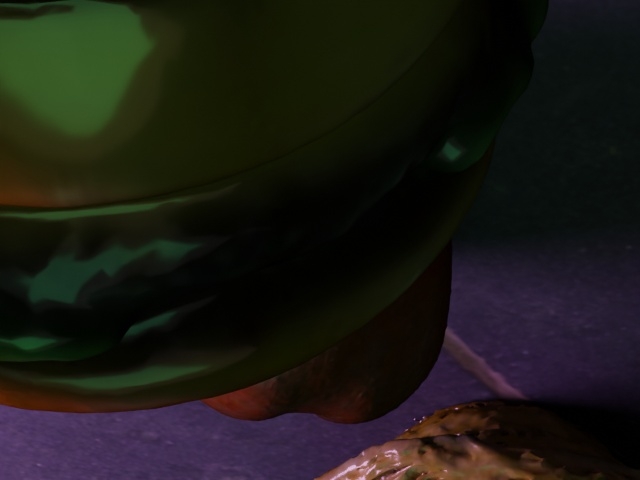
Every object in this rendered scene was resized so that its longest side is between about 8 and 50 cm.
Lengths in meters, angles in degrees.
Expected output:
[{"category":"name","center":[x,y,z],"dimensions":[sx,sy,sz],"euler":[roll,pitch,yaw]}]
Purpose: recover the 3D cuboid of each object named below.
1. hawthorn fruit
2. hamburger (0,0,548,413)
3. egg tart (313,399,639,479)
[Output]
[{"category":"hawthorn fruit","center":[0.000,0.000,1.009],"dimensions":[0.199,0.199,0.251],"euler":[14,125,-6]},{"category":"hamburger","center":[-0.090,-0.107,0.725],"dimensions":[0.396,0.395,0.277],"euler":[2,139,7]},{"category":"egg tart","center":[0.148,0.228,1.276],"dimensions":[0.341,0.132,0.341],"euler":[6,140,5]}]
